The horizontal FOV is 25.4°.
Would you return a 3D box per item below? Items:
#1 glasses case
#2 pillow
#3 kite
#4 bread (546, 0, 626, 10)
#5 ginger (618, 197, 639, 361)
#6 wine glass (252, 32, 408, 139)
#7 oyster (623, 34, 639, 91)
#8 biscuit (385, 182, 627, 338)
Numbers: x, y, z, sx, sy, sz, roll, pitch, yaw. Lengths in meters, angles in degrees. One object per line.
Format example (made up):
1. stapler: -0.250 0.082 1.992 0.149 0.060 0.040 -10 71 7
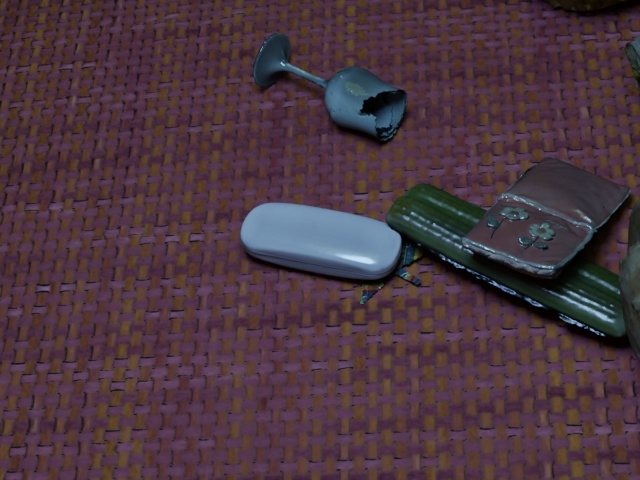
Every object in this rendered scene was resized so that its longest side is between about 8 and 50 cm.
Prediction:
1. glasses case: 0.000 0.000 1.688 0.197 0.049 0.076 10 53 16
2. pillow: 0.260 -0.027 1.632 0.126 0.043 0.232 24 39 23
3. kite: 0.084 0.029 1.682 0.122 0.004 0.090 -41 54 -13
4. bread: 0.352 -0.397 1.848 0.240 0.139 0.240 -4 55 6
5. ginger: 0.461 0.037 1.523 0.304 0.155 0.244 -22 73 -12
6. wine glass: 0.013 -0.194 1.803 0.195 0.079 0.079 27 64 26
7. oyster: 0.533 -0.203 1.693 0.337 0.133 0.197 -3 54 5
8. biscuit: 0.226 0.019 1.631 0.322 0.038 0.099 27 44 23
